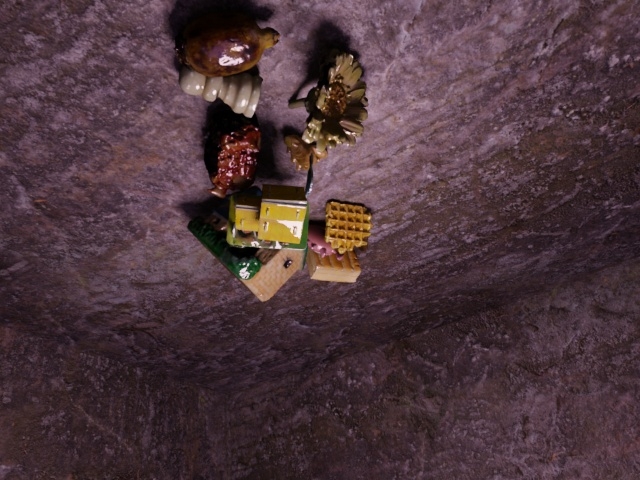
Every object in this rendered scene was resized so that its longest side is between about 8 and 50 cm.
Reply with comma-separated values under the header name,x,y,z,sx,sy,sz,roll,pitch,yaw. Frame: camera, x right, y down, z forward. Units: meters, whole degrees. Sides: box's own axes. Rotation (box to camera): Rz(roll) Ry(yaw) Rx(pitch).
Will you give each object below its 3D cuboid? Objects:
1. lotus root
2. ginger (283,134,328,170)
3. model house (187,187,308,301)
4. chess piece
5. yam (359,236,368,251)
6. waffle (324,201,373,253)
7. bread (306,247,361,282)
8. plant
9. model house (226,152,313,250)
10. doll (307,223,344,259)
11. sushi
name,x,y,z,sx,sy,sz,roll,pitch,yaw
lotus root,-0.269,-0.552,1.387,0.314,0.141,0.169,-10,143,2
ginger,-0.070,-0.324,1.829,0.205,0.081,0.115,19,144,-42
model house,-0.263,-0.005,2.023,0.342,0.382,0.334,-45,147,-12
chess piece,-0.312,-0.477,1.523,0.243,0.133,0.133,13,141,-18
yam,0.203,-0.024,2.364,0.057,0.056,0.241,-9,145,0
waffle,0.125,-0.047,2.165,0.229,0.219,0.057,7,170,-21
bread,0.053,0.077,2.322,0.239,0.246,0.111,7,133,-23
plant,0.014,-0.457,1.530,0.306,0.297,0.261,-37,153,-29
model house,-0.168,-0.156,1.730,0.300,0.340,0.323,5,169,-8
doll,0.000,0.000,2.209,0.211,0.262,0.093,-31,154,-59
sushi,-0.314,-0.298,1.724,0.196,0.182,0.343,3,142,-15
